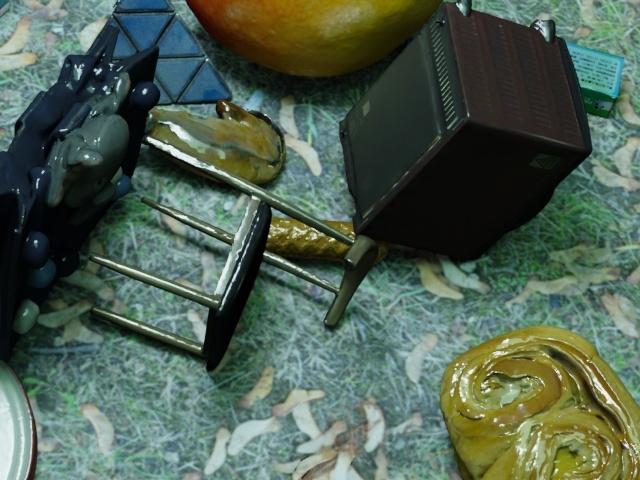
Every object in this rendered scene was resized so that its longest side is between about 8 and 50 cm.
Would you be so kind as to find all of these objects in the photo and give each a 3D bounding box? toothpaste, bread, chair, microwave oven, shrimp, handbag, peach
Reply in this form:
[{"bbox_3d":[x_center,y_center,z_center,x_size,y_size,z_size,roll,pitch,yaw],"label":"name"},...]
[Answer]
[{"bbox_3d":[0.235,-0.221,2.010,0.266,0.050,0.065,15,56,2],"label":"toothpaste"},{"bbox_3d":[0.238,0.202,1.702,0.198,0.120,0.236,-22,64,-18],"label":"bread"},{"bbox_3d":[-0.092,0.035,1.722,0.272,0.188,0.166,20,65,3],"label":"chair"},{"bbox_3d":[0.000,0.000,1.839,0.157,0.052,0.044,5,61,-4],"label":"bread"},{"bbox_3d":[0.159,-0.117,1.804,0.188,0.247,0.178,9,54,-29],"label":"microwave oven"},{"bbox_3d":[-0.167,-0.131,1.897,0.262,0.066,0.117,23,38,-8],"label":"shrimp"},{"bbox_3d":[-0.269,-0.057,1.686,0.118,0.269,0.326,26,48,2],"label":"handbag"},{"bbox_3d":[0.001,-0.336,1.923,0.308,0.289,0.289,-20,62,-26],"label":"peach"}]

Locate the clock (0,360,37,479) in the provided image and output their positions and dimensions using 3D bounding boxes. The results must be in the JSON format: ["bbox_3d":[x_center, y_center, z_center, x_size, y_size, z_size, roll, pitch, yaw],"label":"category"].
[{"bbox_3d":[-0.444,0.207,1.635,0.318,0.080,0.318,3,57,-5],"label":"clock"}]

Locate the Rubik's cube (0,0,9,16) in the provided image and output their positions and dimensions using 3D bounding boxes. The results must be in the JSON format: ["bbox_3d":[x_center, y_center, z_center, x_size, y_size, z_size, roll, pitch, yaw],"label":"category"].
[{"bbox_3d":[-0.420,-0.300,1.962,0.084,0.073,0.075,18,57,2],"label":"Rubik's cube"}]

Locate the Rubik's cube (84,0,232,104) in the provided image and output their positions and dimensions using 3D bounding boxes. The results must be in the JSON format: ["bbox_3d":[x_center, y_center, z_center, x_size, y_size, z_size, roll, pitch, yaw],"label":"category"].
[{"bbox_3d":[-0.173,-0.226,1.917,0.178,0.190,0.211,31,62,-8],"label":"Rubik's cube"}]
